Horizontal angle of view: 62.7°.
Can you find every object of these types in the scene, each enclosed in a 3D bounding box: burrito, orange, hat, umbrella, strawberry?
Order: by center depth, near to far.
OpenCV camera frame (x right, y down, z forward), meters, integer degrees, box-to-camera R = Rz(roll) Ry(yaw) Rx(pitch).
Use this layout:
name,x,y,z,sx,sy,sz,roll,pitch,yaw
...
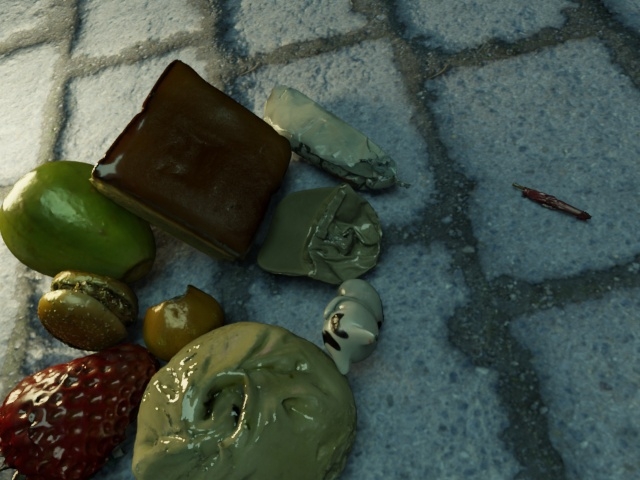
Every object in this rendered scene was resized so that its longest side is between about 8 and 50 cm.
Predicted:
name,x,y,z,sx,sy,sz,roll,pitch,yaw
strawberry,-0.438,0.295,0.930,0.280,0.150,0.253,-22,39,-2
orange,-0.264,0.158,1.009,0.156,0.134,0.156,-9,25,4
umbrella,0.466,-0.079,1.065,0.165,0.027,0.025,30,44,29
hat,0.000,0.000,1.098,0.244,0.149,0.214,-5,58,52
burrito,0.019,-0.222,1.203,0.139,0.101,0.445,-41,60,-18

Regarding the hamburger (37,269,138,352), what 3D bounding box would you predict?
name,x,y,z,sx,sy,sz,roll,pitch,yaw
hamburger,-0.449,0.142,1.032,0.190,0.182,0.118,-3,53,14

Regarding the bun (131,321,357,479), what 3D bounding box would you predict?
name,x,y,z,sx,sy,sz,roll,pitch,yaw
bun,-0.122,0.282,0.858,0.361,0.234,0.326,-6,53,1

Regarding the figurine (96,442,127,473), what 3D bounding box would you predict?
name,x,y,z,sx,sy,sz,roll,pitch,yaw
figurine,-0.405,0.403,0.952,0.106,0.047,0.060,-27,99,-12

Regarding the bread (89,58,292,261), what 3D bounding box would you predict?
name,x,y,z,sx,sy,sz,roll,pitch,yaw
bread,-0.254,-0.160,1.101,0.333,0.143,0.324,32,62,-22

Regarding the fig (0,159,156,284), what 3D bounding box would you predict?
name,x,y,z,sx,sy,sz,roll,pitch,yaw
fig,-0.496,-0.024,1.119,0.326,0.258,0.258,31,69,7

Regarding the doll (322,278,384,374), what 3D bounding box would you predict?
name,x,y,z,sx,sy,sz,roll,pitch,yaw
doll,0.057,0.145,0.935,0.107,0.181,0.110,29,112,4
